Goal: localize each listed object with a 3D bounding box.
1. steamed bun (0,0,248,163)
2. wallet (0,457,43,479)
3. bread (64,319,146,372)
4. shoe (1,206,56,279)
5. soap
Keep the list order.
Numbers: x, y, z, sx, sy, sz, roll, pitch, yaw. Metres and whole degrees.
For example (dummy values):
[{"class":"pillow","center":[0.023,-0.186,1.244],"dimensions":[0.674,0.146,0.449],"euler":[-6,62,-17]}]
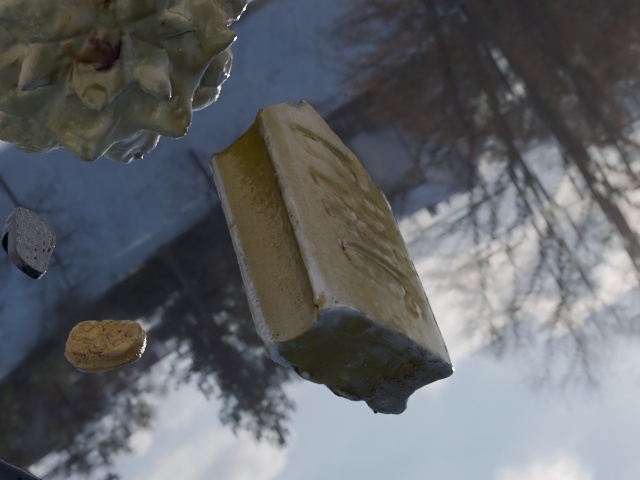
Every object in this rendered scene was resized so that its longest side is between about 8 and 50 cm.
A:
[{"class":"steamed bun","center":[-0.188,-0.200,1.127],"dimensions":[0.295,0.292,0.137],"euler":[-45,-153,6]},{"class":"wallet","center":[-0.339,0.402,1.314],"dimensions":[0.051,0.197,0.377],"euler":[-4,-120,27]},{"class":"bread","center":[-0.285,0.139,1.817],"dimensions":[0.111,0.044,0.083],"euler":[-3,-146,15]},{"class":"shoe","center":[-0.396,0.012,1.822],"dimensions":[0.049,0.071,0.179],"euler":[-44,-158,12]},{"class":"soap","center":[0.000,0.000,1.084],"dimensions":[0.080,0.160,0.257],"euler":[-38,-134,21]}]
